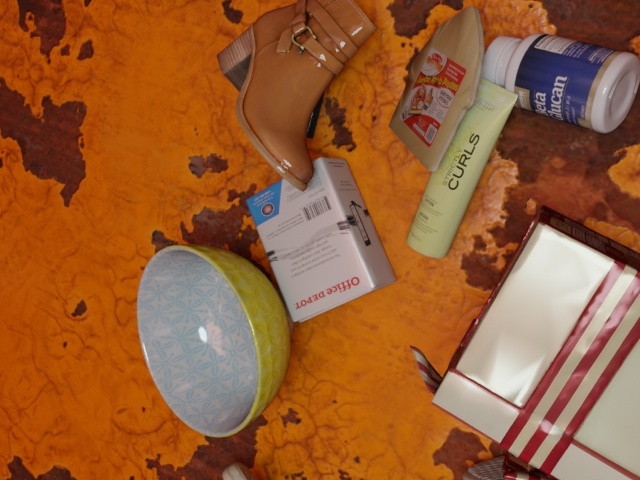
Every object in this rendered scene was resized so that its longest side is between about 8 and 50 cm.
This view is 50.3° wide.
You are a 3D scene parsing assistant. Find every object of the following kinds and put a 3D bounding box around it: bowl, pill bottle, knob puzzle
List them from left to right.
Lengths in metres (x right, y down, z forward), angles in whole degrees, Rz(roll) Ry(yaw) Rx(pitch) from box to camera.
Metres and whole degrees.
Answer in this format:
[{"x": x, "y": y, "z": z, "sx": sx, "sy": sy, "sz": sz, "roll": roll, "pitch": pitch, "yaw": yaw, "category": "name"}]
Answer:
[{"x": -0.135, "y": 0.135, "z": 1.039, "sx": 0.289, "sy": 0.156, "sz": 0.289, "roll": 12, "pitch": 107, "yaw": 41, "category": "bowl"}, {"x": 0.164, "y": -0.204, "z": 0.882, "sx": 0.213, "sy": 0.030, "sz": 0.213, "roll": -165, "pitch": 90, "yaw": -69, "category": "knob puzzle"}, {"x": 0.284, "y": -0.197, "z": 0.825, "sx": 0.169, "sy": 0.094, "sz": 0.094, "roll": 29, "pitch": 107, "yaw": 38, "category": "pill bottle"}]

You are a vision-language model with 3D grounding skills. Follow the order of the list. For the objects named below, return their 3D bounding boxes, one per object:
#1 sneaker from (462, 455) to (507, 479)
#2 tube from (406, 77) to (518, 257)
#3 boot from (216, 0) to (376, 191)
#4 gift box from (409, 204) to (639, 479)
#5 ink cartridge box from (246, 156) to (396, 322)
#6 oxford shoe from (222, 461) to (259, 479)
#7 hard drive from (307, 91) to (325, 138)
[{"x": 0.292, "y": 0.349, "z": 0.770, "sx": 0.366, "sy": 0.135, "sz": 0.150, "roll": 174, "pitch": 90, "yaw": -67, "category": "sneaker"}, {"x": 0.178, "y": -0.093, "z": 0.893, "sx": 0.070, "sy": 0.062, "sz": 0.240, "roll": 23, "pitch": 115, "yaw": 9, "category": "tube"}, {"x": -0.010, "y": -0.225, "z": 0.952, "sx": 0.220, "sy": 0.109, "sz": 0.283, "roll": -31, "pitch": 56, "yaw": 13, "category": "boot"}, {"x": 0.269, "y": 0.118, "z": 0.777, "sx": 0.276, "sy": 0.255, "sz": 0.258, "roll": 30, "pitch": 105, "yaw": 18, "category": "gift box"}, {"x": 0.000, "y": 0.000, "z": 1.008, "sx": 0.148, "sy": 0.086, "sz": 0.203, "roll": -26, "pitch": 82, "yaw": 28, "category": "ink cartridge box"}, {"x": -0.054, "y": 0.555, "z": 1.024, "sx": 0.130, "sy": 0.169, "sz": 0.449, "roll": -27, "pitch": 82, "yaw": -2, "category": "oxford shoe"}, {"x": -0.038, "y": -0.234, "z": 1.049, "sx": 0.094, "sy": 0.022, "sz": 0.135, "roll": 21, "pitch": 103, "yaw": 26, "category": "hard drive"}]
